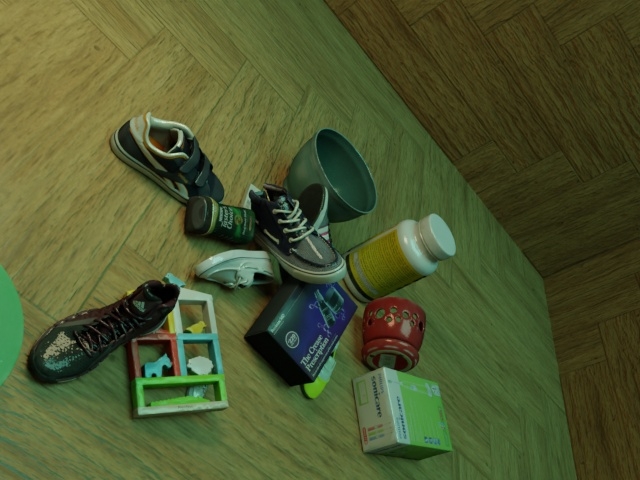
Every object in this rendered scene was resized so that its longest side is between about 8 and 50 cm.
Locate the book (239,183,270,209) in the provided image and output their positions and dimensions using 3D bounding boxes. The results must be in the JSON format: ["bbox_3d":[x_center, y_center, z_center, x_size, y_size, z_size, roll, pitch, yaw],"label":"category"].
[{"bbox_3d":[-0.161,-0.081,1.693,0.144,0.035,0.096,41,39,-28],"label":"book"}]

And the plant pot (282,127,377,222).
[{"bbox_3d":[0.010,-0.173,1.855,0.293,0.196,0.293,36,39,-36],"label":"plant pot"}]

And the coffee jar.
[{"bbox_3d":[-0.249,-0.049,1.480,0.184,0.079,0.096,15,75,-49],"label":"coffee jar"}]

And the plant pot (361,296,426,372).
[{"bbox_3d":[0.216,0.289,1.783,0.191,0.191,0.174,40,41,-31],"label":"plant pot"}]

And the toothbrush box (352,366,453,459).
[{"bbox_3d":[0.235,0.496,1.701,0.283,0.122,0.206,27,45,-44],"label":"toothbrush box"}]

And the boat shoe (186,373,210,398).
[{"bbox_3d":[-0.249,0.300,1.242,0.035,0.035,0.100,43,34,-26],"label":"boat shoe"}]

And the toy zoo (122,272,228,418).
[{"bbox_3d":[-0.297,0.204,1.217,0.192,0.030,0.293,6,58,-38],"label":"toy zoo"}]

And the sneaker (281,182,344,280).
[{"bbox_3d":[0.000,0.000,1.710,0.178,0.124,0.295,24,78,-51],"label":"sneaker"}]

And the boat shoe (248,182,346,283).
[{"bbox_3d":[-0.070,-0.025,1.499,0.127,0.340,0.158,-31,131,-31],"label":"boat shoe"}]

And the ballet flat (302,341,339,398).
[{"bbox_3d":[0.009,0.306,1.572,0.077,0.077,0.231,47,33,-22],"label":"ballet flat"}]

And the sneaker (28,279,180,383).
[{"bbox_3d":[-0.364,0.137,1.057,0.106,0.162,0.281,55,41,2],"label":"sneaker"}]

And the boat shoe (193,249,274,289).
[{"bbox_3d":[-0.195,0.076,1.450,0.258,0.095,0.084,-5,65,-56],"label":"boat shoe"}]

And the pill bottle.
[{"bbox_3d":[0.243,0.052,1.874,0.188,0.334,0.188,35,39,-35],"label":"pill bottle"}]

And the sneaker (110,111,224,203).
[{"bbox_3d":[-0.332,-0.186,1.440,0.321,0.127,0.126,32,40,-41],"label":"sneaker"}]

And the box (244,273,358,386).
[{"bbox_3d":[-0.042,0.202,1.505,0.184,0.103,0.261,48,48,-15],"label":"box"}]

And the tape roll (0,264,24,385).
[{"bbox_3d":[-0.597,0.117,0.849,0.321,0.077,0.321,36,39,-36],"label":"tape roll"}]
